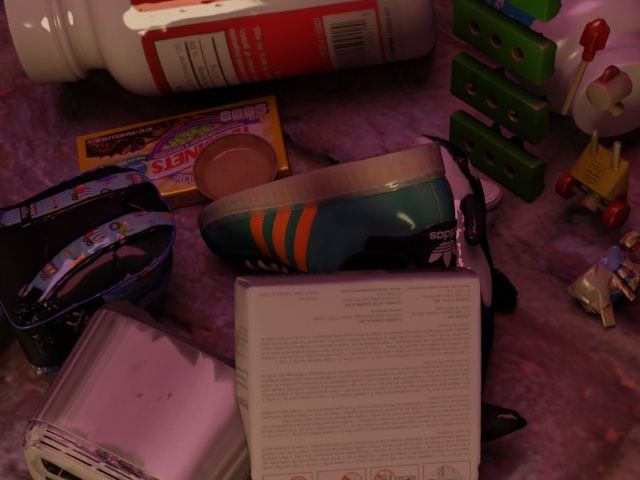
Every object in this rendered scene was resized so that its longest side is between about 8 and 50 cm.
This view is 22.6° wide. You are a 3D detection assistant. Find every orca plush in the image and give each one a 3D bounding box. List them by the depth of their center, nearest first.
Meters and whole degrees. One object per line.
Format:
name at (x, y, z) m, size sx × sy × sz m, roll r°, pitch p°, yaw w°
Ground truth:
orca plush at (0.139, 0.043, 1.379) m, size 0.102 × 0.151 × 0.287 m, roll 9°, pitch 45°, yaw -26°

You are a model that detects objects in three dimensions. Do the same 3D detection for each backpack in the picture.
backpack at (-0.212, 0.019, 1.452) m, size 0.173 × 0.117 × 0.158 m, roll -28°, pitch 51°, yaw -12°

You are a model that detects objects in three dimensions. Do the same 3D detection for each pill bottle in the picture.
pill bottle at (0.241, -0.221, 1.548) m, size 0.146 × 0.146 × 0.264 m, roll -16°, pitch 49°, yaw -3°
pill bottle at (-0.098, -0.268, 1.597) m, size 0.407 × 0.229 × 0.229 m, roll -8°, pitch 50°, yaw 4°

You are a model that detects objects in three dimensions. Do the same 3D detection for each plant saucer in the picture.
plant saucer at (-0.080, -0.067, 1.533) m, size 0.083 × 0.015 × 0.083 m, roll -4°, pitch 56°, yaw 6°

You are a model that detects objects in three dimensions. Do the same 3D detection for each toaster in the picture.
toaster at (-0.141, 0.153, 1.306) m, size 0.227 × 0.129 × 0.146 m, roll 26°, pitch 61°, yaw 10°

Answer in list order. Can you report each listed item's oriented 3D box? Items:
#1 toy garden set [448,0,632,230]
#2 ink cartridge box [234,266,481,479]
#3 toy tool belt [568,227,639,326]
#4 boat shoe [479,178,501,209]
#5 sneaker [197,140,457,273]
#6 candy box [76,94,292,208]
toy garden set at (0.206, -0.139, 1.425) m, size 0.049 × 0.244 × 0.204 m, roll -32°, pitch 51°, yaw -29°
ink cartridge box at (0.030, 0.140, 1.258) m, size 0.189 × 0.232 × 0.066 m, roll -2°, pitch 9°, yaw -14°
toy tool belt at (0.261, 0.033, 1.402) m, size 0.083 × 0.052 × 0.051 m, roll -41°, pitch 86°, yaw -18°
boat shoe at (0.120, -0.053, 1.502) m, size 0.100 × 0.035 × 0.035 m, roll 11°, pitch 53°, yaw 19°
sneaker at (0.000, 0.000, 1.395) m, size 0.108 × 0.121 × 0.302 m, roll -15°, pitch 2°, yaw -39°
candy box at (-0.136, -0.080, 1.580) m, size 0.205 × 0.027 × 0.105 m, roll -12°, pitch 53°, yaw 1°
